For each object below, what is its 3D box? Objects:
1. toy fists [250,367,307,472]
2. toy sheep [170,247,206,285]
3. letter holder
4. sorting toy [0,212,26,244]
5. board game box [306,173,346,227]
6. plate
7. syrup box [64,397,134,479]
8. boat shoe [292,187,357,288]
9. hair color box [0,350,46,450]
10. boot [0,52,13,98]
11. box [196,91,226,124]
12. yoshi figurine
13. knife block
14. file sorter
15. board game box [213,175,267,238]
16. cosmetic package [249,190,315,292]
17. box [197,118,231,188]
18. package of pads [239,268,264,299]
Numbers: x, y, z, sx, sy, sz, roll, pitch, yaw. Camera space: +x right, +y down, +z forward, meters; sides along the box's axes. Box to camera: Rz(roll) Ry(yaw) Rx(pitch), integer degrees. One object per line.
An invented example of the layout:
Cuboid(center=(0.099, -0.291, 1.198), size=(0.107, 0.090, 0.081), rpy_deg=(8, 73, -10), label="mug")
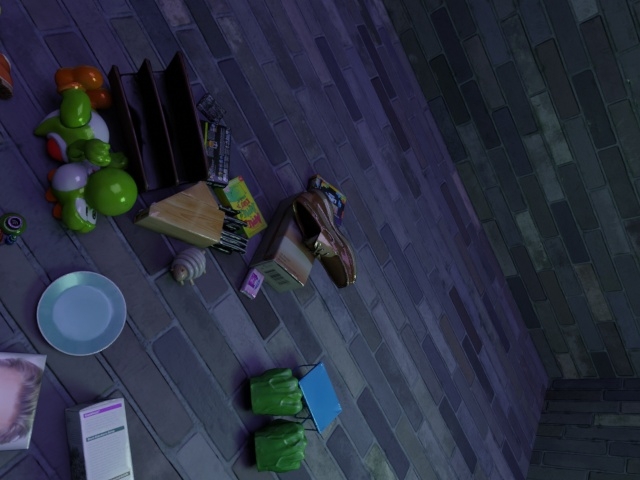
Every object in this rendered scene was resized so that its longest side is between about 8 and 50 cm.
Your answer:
Cuboid(center=(-0.114, 0.502, 1.274), size=(0.096, 0.142, 0.279), rpy_deg=(94, -10, -78), label="toy fists")
Cuboid(center=(-0.348, 0.064, 1.211), size=(0.091, 0.091, 0.132), rpy_deg=(57, 30, -18), label="toy sheep")
Cuboid(center=(-0.392, -0.280, 1.107), size=(0.152, 0.214, 0.302), rpy_deg=(-16, 101, -28), label="letter holder")
Cuboid(center=(-0.651, -0.021, 0.935), size=(0.061, 0.042, 0.102), rpy_deg=(59, 43, -16), label="sorting toy")
Cuboid(center=(0.018, -0.144, 1.705), size=(0.170, 0.048, 0.141), rpy_deg=(34, 53, -36), label="board game box")
Cuboid(center=(-0.533, 0.163, 1.018), size=(0.188, 0.024, 0.188), rpy_deg=(19, 63, -42), label="plate")
Cuboid(center=(-0.459, 0.457, 0.947), size=(0.096, 0.093, 0.237), rpy_deg=(-1, 78, -47), label="syrup box")
Cuboid(center=(0.000, 0.000, 1.402), size=(0.120, 0.122, 0.324), rpy_deg=(-23, 87, -44), label="boat shoe")
Cuboid(center=(-0.680, 0.267, 0.761), size=(0.347, 0.105, 0.174), rpy_deg=(19, 64, -44), label="hair color box")
Cuboid(center=(-0.699, -0.377, 0.943), size=(0.059, 0.158, 0.085), rpy_deg=(-4, 71, -7), label="boot")
Cuboid(center=(-0.342, -0.412, 1.422), size=(0.083, 0.018, 0.067), rpy_deg=(44, 49, -29), label="box")
Cuboid(center=(-0.508, -0.200, 1.045), size=(0.203, 0.203, 0.362), rpy_deg=(7, 75, -53), label="yoshi figurine")
Cuboid(center=(-0.332, -0.026, 1.251), size=(0.275, 0.088, 0.242), rpy_deg=(-39, 105, -47), label="knife block")
Cuboid(center=(-0.033, 0.481, 1.397), size=(0.118, 0.104, 0.170), rpy_deg=(-28, 98, -48), label="file sorter")
Cuboid(center=(-0.246, -0.100, 1.404), size=(0.092, 0.043, 0.181), rpy_deg=(-39, 107, -47), label="board game box")
Cuboid(center=(-0.091, 0.001, 1.475), size=(0.153, 0.129, 0.296), rpy_deg=(43, 49, -29), label="cosmetic package")
Cuboid(center=(-0.353, -0.259, 1.310), size=(0.184, 0.045, 0.191), rpy_deg=(8, 71, -28), label="box")
Cuboid(center=(-0.209, 0.132, 1.376), size=(0.050, 0.032, 0.083), rpy_deg=(45, 48, -30), label="package of pads")
